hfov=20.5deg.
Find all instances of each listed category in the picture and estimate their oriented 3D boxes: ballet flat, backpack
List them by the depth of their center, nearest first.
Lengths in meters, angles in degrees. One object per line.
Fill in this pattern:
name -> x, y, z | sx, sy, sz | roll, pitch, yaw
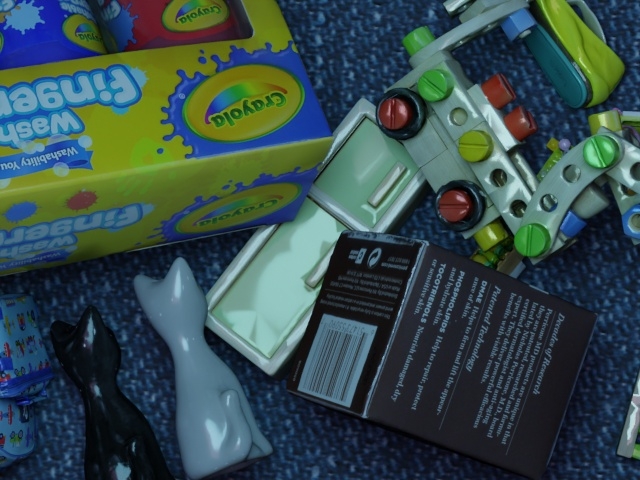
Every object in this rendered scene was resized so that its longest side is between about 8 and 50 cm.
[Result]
backpack -> -0.326, 0.146, 1.713 | 0.117, 0.158, 0.173 | -15, 84, 10
ballet flat -> 0.221, -0.235, 1.762 | 0.077, 0.077, 0.231 | -34, 83, -21

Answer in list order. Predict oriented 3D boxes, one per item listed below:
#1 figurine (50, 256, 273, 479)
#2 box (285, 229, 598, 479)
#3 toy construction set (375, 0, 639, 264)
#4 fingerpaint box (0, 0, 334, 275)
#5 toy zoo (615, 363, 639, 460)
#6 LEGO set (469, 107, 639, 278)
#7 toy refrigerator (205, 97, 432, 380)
figurine -> -0.161, 0.140, 1.691 | 0.215, 0.092, 0.209 | -29, 78, 36
box -> 0.109, 0.103, 1.634 | 0.203, 0.168, 0.167 | 22, 84, -26
toy construction set -> 0.183, -0.115, 1.622 | 0.215, 0.151, 0.327 | -35, 66, 22
fingerpaint box -> -0.264, -0.169, 1.615 | 0.445, 0.163, 0.371 | -11, 64, -23
toy zoo -> 0.452, 0.156, 1.703 | 0.293, 0.030, 0.192 | 16, 84, 8
LEGO set -> 0.267, -0.060, 1.709 | 0.287, 0.107, 0.132 | -19, 81, 3
toy refrigerator -> 0.000, 0.000, 1.733 | 0.102, 0.094, 0.269 | 38, 87, 9
